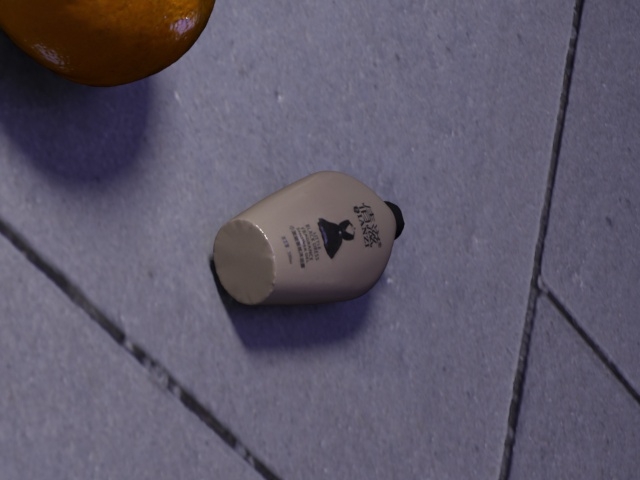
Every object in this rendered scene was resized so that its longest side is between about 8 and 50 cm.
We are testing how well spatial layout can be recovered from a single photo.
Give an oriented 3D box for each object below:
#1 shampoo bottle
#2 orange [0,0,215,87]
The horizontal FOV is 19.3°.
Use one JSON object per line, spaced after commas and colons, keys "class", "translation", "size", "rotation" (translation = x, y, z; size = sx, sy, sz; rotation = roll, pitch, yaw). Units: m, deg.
{"class": "shampoo bottle", "translation": [0.000, 0.000, 1.786], "size": [0.257, 0.078, 0.127], "rotation": [-18, 89, -58]}
{"class": "orange", "translation": [-0.185, -0.242, 1.555], "size": [0.240, 0.171, 0.240], "rotation": [24, 61, -54]}
